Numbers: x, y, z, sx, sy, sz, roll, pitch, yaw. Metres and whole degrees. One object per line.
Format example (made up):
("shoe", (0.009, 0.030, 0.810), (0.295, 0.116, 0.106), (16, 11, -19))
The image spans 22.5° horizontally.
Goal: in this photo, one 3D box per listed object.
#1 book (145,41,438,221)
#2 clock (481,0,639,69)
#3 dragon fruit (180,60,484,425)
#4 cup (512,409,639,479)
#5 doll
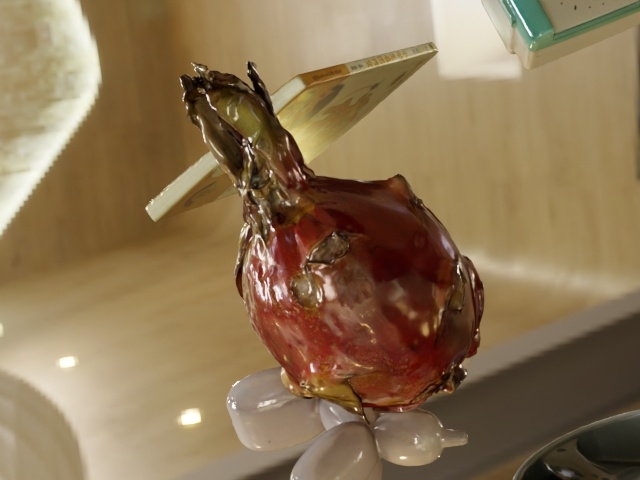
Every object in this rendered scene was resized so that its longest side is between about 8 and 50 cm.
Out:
("book", (-0.020, -0.108, 1.527), (0.208, 0.020, 0.295), (-39, 173, 29))
("clock", (0.237, -0.310, 1.517), (0.231, 0.262, 0.116), (-23, 162, -6))
("dragon fruit", (0.000, 0.000, 0.878), (0.125, 0.246, 0.125), (-29, -158, 11))
("cup", (0.281, 0.299, 1.215), (0.206, 0.312, 0.205), (-16, -169, 3))
("doll", (0.028, 0.096, 1.013), (0.160, 0.059, 0.161), (-27, -144, -13))
